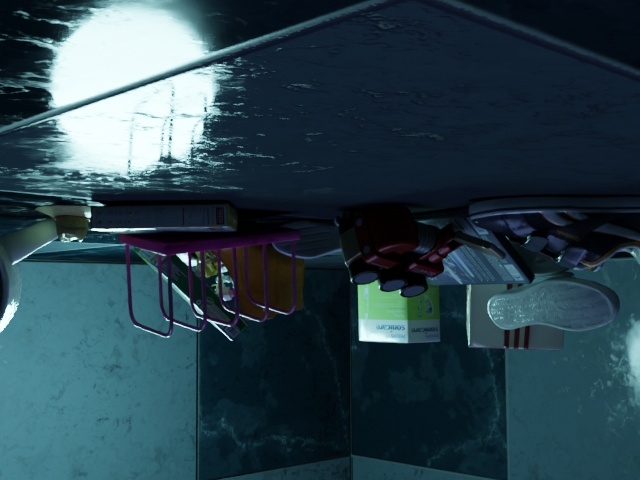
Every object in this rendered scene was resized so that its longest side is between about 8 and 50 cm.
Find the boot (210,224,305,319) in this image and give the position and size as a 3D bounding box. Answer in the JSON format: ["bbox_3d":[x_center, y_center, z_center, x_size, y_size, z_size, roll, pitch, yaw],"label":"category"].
[{"bbox_3d":[-0.174,0.071,1.909,0.295,0.211,0.104,1,-176,-18],"label":"boot"}]

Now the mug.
[{"bbox_3d":[-0.686,0.061,1.705,0.374,0.276,0.328,-30,-173,-9],"label":"mug"}]

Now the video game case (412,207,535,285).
[{"bbox_3d":[0.267,0.018,1.729,0.196,0.026,0.274,48,152,-24],"label":"video game case"}]

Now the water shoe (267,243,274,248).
[{"bbox_3d":[-0.065,-0.008,2.011,0.203,0.072,0.080,-3,156,-29],"label":"water shoe"}]

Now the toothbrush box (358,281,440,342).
[{"bbox_3d":[0.206,0.129,2.319,0.122,0.283,0.206,3,174,-36],"label":"toothbrush box"}]

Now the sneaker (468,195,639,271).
[{"bbox_3d":[0.415,-0.011,1.478,0.321,0.127,0.126,1,178,7],"label":"sneaker"}]

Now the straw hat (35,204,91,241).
[{"bbox_3d":[-0.461,-0.028,1.607,0.145,0.061,0.144,-1,176,0],"label":"straw hat"}]

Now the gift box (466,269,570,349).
[{"bbox_3d":[0.451,0.091,2.071,0.255,0.258,0.276,0,-161,3],"label":"gift box"}]

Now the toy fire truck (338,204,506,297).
[{"bbox_3d":[0.190,0.008,1.587,0.217,0.158,0.246,18,139,-43],"label":"toy fire truck"}]

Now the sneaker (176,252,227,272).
[{"bbox_3d":[-0.299,0.041,2.431,0.232,0.090,0.115,1,172,-30],"label":"sneaker"}]

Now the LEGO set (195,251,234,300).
[{"bbox_3d":[-0.256,0.019,2.030,0.107,0.132,0.287,-17,144,9],"label":"LEGO set"}]

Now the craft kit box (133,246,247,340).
[{"bbox_3d":[-0.301,0.105,1.979,0.250,0.061,0.247,48,166,-23],"label":"craft kit box"}]

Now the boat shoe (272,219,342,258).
[{"bbox_3d":[0.000,0.000,1.872,0.227,0.083,0.076,0,175,-15],"label":"boat shoe"}]

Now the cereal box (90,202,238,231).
[{"bbox_3d":[-0.274,-0.038,1.562,0.240,0.047,0.173,-1,178,0],"label":"cereal box"}]

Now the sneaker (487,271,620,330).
[{"bbox_3d":[0.485,0.103,1.686,0.169,0.108,0.293,-20,-173,-34],"label":"sneaker"}]

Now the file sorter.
[{"bbox_3d":[-0.213,0.070,1.690,0.291,0.182,0.202,-7,-170,-35],"label":"file sorter"}]

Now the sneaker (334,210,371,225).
[{"bbox_3d":[0.069,-0.036,1.687,0.098,0.038,0.069,1,175,-14],"label":"sneaker"}]

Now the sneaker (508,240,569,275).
[{"bbox_3d":[0.464,0.000,1.777,0.236,0.130,0.323,-10,178,-38],"label":"sneaker"}]
